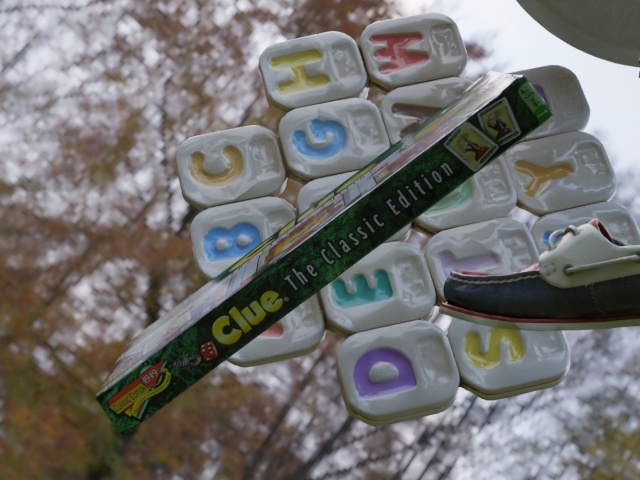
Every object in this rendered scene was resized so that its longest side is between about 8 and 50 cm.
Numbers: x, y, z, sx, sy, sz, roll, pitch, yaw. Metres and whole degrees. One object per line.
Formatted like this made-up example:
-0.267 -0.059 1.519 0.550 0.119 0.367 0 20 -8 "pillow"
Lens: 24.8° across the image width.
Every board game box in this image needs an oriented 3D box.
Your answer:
0.000 0.000 0.758 0.030 0.259 0.136 53 4 -4 "board game box"

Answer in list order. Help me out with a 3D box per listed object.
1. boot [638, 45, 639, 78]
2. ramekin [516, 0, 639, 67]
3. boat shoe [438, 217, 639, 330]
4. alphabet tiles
0.250 -0.205 0.623 0.131 0.348 0.260 20 -42 10 "boot"
0.224 -0.231 0.980 0.207 0.207 0.109 34 -28 6 "ramekin"
0.109 0.013 0.547 0.137 0.049 0.043 -2 -86 27 "boat shoe"
0.055 -0.024 0.927 0.278 0.284 0.021 -12 -29 -6 "alphabet tiles"
